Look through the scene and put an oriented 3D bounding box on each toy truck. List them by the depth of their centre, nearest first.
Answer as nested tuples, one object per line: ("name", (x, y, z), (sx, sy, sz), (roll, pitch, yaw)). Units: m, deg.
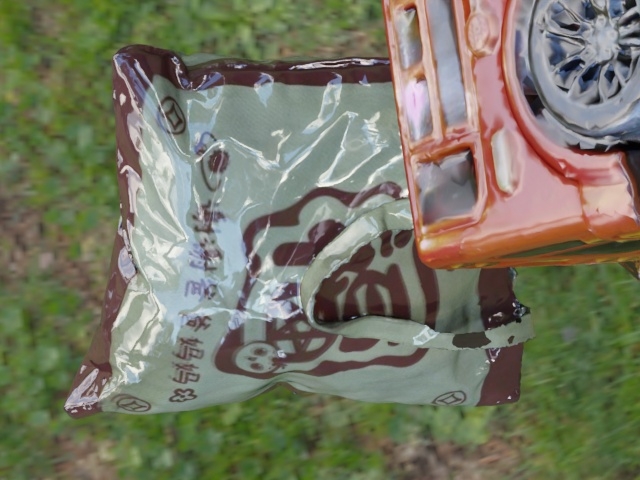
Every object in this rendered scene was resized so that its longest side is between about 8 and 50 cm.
("toy truck", (0.068, -0.121, 0.502), (0.114, 0.107, 0.253), (-17, 78, 50))

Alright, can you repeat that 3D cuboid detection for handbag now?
("handbag", (0.000, 0.000, 0.947), (0.127, 0.235, 0.213), (-114, 28, -56))

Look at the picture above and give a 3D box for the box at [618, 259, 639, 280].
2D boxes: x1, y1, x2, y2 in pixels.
("box", (0.278, -0.158, 1.934), (0.116, 0.415, 0.264), (-41, 69, -17))
